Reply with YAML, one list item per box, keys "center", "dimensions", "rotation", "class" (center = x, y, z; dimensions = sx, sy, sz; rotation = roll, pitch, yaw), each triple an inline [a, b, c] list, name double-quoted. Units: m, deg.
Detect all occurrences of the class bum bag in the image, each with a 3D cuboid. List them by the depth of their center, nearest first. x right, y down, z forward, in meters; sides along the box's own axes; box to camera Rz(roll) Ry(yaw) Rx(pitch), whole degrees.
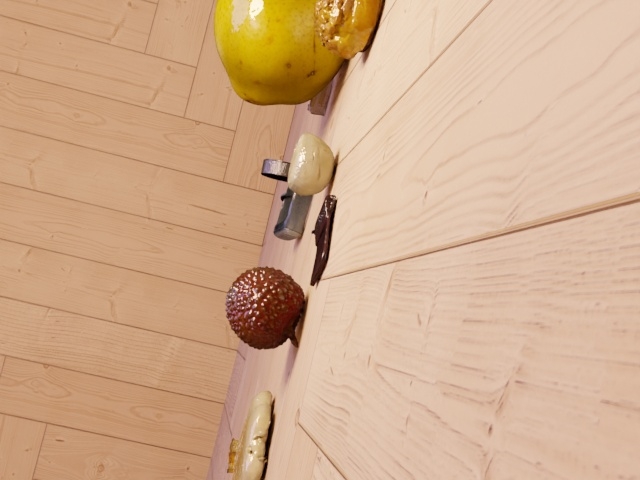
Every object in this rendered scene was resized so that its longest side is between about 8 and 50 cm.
- center: [0.000, 0.000, 1.595]
  dimensions: [0.109, 0.026, 0.159]
  rotation: [114, 168, -52]
  class: "bum bag"

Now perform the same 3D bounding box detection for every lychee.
- center: [-0.102, 0.141, 1.675]
  dimensions: [0.165, 0.197, 0.165]
  rotation: [-44, -25, -27]
  class: "lychee"

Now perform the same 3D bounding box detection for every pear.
- center: [-0.084, -0.534, 2.049]
  dimensions: [0.362, 0.362, 0.418]
  rotation: [-88, 8, -60]
  class: "pear"

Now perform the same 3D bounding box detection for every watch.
- center: [-0.064, -0.098, 2.165]
  dimensions: [0.206, 0.068, 0.193]
  rotation: [153, 134, -77]
  class: "watch"

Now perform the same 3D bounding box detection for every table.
- center: [-0.102, -0.196, 2.381]
  dimensions: [0.133, 0.133, 0.043]
  rotation: [168, 115, -83]
  class: "table"

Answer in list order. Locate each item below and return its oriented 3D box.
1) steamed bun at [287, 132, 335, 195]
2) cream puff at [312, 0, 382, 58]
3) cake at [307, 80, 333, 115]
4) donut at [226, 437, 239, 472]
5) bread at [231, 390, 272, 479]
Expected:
- center: [-0.015, -0.157, 1.755]
  dimensions: [0.112, 0.090, 0.130]
  rotation: [123, 159, -64]
  class: "steamed bun"
- center: [0.052, -0.462, 1.681]
  dimensions: [0.189, 0.129, 0.189]
  rotation: [-163, 90, -83]
  class: "cream puff"
- center: [0.001, -0.415, 2.319]
  dimensions: [0.065, 0.052, 0.121]
  rotation: [-84, 9, -62]
  class: "cake"
- center: [-0.230, 0.586, 2.258]
  dimensions: [0.067, 0.037, 0.083]
  rotation: [115, 162, -48]
  class: "donut"
- center: [-0.154, 0.475, 1.794]
  dimensions: [0.316, 0.054, 0.316]
  rotation: [-168, 90, -84]
  class: "bread"
